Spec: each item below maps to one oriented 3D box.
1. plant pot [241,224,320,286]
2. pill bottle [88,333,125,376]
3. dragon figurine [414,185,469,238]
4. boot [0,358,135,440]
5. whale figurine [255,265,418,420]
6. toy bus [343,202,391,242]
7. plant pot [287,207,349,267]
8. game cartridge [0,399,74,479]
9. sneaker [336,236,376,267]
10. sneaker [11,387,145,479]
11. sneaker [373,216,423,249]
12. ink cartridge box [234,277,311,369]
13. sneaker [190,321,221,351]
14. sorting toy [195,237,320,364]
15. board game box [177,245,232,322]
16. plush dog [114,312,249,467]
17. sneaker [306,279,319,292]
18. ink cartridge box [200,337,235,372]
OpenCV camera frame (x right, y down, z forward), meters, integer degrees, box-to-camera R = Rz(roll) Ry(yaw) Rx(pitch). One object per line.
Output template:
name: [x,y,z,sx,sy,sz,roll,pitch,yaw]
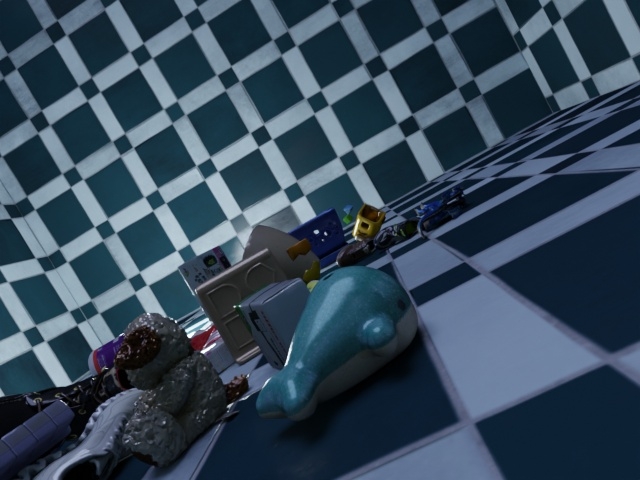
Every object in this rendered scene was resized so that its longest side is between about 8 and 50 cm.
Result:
plant pot: [-0.104,0.106,1.254,0.191,0.283,0.284,8,10,7]
pill bottle: [-0.785,0.469,1.832,0.323,0.181,0.181,-30,4,-5]
dragon figurine: [0.385,-0.101,1.373,0.144,0.085,0.289,-28,3,31]
boot: [-0.542,0.360,0.969,0.284,0.138,0.377,-31,-28,15]
whale figurine: [0.014,0.133,0.616,0.272,0.141,0.216,-33,6,-39]
toy bus: [0.174,-0.040,1.662,0.191,0.202,0.104,-14,29,43]
plant pot: [0.000,0.000,1.948,0.236,0.212,0.236,-29,4,-1]
game cartridge: [-0.601,0.458,0.789,0.355,0.068,0.230,-51,-11,28]
sneaker: [0.140,0.034,1.556,0.188,0.066,0.071,-32,6,-28]
sneaker: [-0.404,0.387,0.808,0.119,0.110,0.292,-15,16,29]
sneaker: [0.263,-0.029,1.460,0.188,0.067,0.078,-26,-2,6]
ink cartridge box: [-0.067,0.159,0.807,0.087,0.153,0.208,-32,4,-25]
sneaker: [-0.343,0.320,1.264,0.221,0.087,0.128,-48,14,23]
sorting toy: [-0.128,0.136,1.099,0.307,0.229,0.041,-30,-13,-12]
board game box: [-0.390,0.187,1.679,0.098,0.303,0.224,-29,5,15]
plush dog: [-0.270,0.232,0.783,0.211,0.225,0.262,-31,4,-19]
sneaker: [0.012,0.155,0.962,0.126,0.091,0.240,-53,14,-20]
ink cartridge box: [-0.273,0.303,1.115,0.181,0.061,0.104,-32,5,-31]
